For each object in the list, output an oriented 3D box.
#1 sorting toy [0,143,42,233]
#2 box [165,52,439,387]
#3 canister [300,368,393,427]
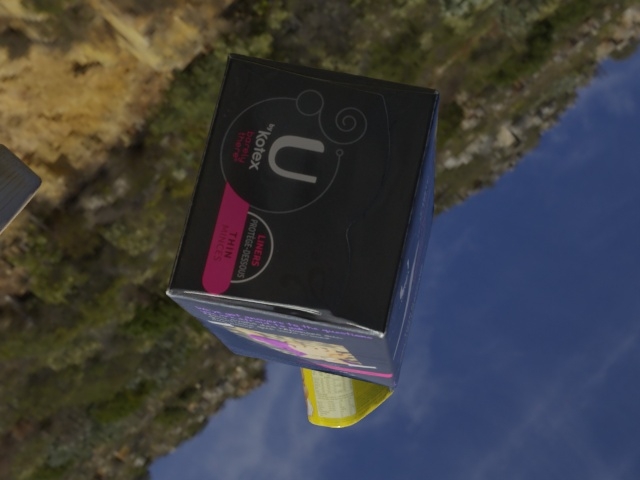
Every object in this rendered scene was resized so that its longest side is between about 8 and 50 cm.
[{"bbox_3d":[-0.275,0.052,0.494,0.255,0.089,0.257,-10,-142,53],"label":"sorting toy"},{"bbox_3d":[0.000,0.000,0.842,0.270,0.143,0.165,73,29,-75],"label":"box"},{"bbox_3d":[0.024,0.107,1.309,0.073,0.170,0.126,3,-161,35],"label":"canister"}]
